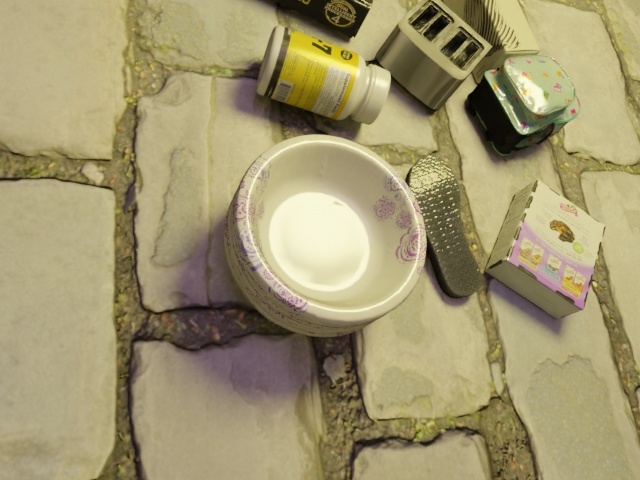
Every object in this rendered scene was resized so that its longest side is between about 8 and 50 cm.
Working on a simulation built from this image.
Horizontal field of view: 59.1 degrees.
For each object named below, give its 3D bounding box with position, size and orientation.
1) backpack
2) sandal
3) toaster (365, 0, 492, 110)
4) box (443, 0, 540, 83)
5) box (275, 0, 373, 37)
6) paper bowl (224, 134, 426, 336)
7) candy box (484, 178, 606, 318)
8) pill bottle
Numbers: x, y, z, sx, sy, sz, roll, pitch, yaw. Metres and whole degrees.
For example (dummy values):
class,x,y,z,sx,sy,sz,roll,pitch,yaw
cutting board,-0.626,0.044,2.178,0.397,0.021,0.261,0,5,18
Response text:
class,x,y,z,sx,sy,sz,roll,pitch,yaw
backpack,0.411,-0.275,1.106,0.189,0.144,0.165,-16,70,-29
sandal,0.202,-0.023,0.979,0.097,0.054,0.254,-10,82,-17
toaster,0.211,-0.359,1.082,0.168,0.110,0.185,41,61,0
box,0.344,-0.473,1.181,0.094,0.113,0.275,-10,71,-23
box,-0.018,-0.623,1.113,0.318,0.097,0.394,22,62,-10
paper bowl,0.000,0.000,0.832,0.284,0.148,0.284,8,66,-17
candy box,0.411,0.014,1.025,0.165,0.070,0.196,33,62,-5
pill bottle,0.005,-0.276,0.965,0.209,0.119,0.119,15,64,-15
